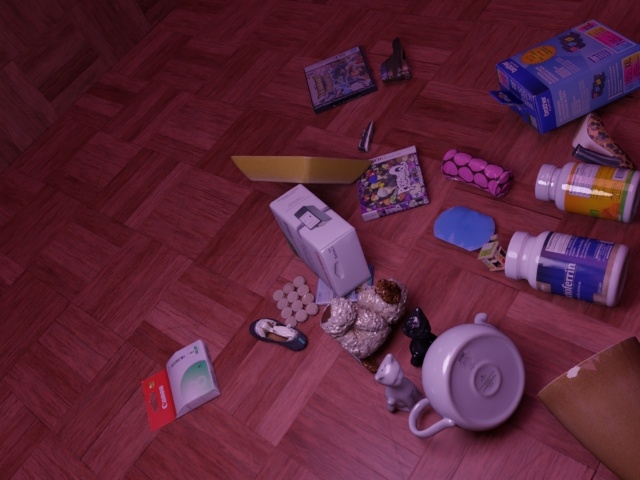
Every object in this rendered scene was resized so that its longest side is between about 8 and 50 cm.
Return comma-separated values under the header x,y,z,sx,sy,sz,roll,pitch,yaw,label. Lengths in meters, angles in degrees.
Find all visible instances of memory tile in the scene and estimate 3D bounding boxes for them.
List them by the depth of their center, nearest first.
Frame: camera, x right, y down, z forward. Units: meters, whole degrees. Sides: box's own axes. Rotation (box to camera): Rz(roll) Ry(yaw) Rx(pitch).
x,y,z,sx,sy,sz,roll,pitch,yaw,label
-0.073,0.180,1.797,0.113,0.012,0.148,-35,47,7,memory tile

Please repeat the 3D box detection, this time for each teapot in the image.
x,y,z,sx,sy,sz,roll,pitch,yaw,label
0.326,0.310,1.415,0.256,0.252,0.187,-5,-1,-22,teapot

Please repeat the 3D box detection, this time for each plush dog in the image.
x,y,z,sx,sy,sz,roll,pitch,yaw,label
0.139,0.194,1.591,0.210,0.262,0.225,44,88,7,plush dog

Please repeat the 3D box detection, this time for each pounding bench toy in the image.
x,y,z,sx,sy,sz,roll,pitch,yaw,label
0.473,0.033,1.643,0.052,0.065,0.083,-16,39,57,pounding bench toy

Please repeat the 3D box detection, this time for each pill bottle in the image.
x,y,z,sx,sy,sz,roll,pitch,yaw,label
0.602,0.060,1.510,0.265,0.153,0.153,13,60,32,pill bottle
0.708,-0.135,1.628,0.246,0.136,0.136,15,61,33,pill bottle

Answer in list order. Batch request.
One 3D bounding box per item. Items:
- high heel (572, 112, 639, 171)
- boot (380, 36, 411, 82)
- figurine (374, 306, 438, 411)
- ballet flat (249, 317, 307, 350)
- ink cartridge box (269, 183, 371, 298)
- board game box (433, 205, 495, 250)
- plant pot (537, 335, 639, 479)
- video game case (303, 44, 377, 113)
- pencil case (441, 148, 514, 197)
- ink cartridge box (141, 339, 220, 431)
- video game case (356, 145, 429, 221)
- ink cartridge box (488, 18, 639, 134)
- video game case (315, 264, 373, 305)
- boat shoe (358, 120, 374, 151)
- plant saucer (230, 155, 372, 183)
x,y,z,sx,sy,sz,roll,pitch,yaw,label
0.821,-0.267,1.748,0.186,0.093,0.261,26,46,7,high heel
0.265,-0.672,2.285,0.106,0.082,0.219,-14,51,10,boot
0.209,0.289,1.464,0.092,0.209,0.215,19,64,34,figurine
-0.129,0.254,1.734,0.203,0.074,0.074,14,61,32,ballet flat
0.000,0.000,1.769,0.121,0.211,0.289,-35,44,-13,ink cartridge box
0.410,-0.028,1.747,0.169,0.033,0.133,25,62,31,board game box
0.613,0.366,1.239,0.237,0.237,0.254,-29,63,0,plant pot
0.071,-0.623,2.362,0.248,0.035,0.275,-19,49,9,video game case
0.463,-0.196,1.819,0.095,0.098,0.209,-7,29,-45,pencil case
-0.410,0.410,1.748,0.225,0.056,0.181,-27,48,-1,ink cartridge box
0.221,-0.182,1.943,0.210,0.042,0.232,-16,49,14,video game case
0.722,-0.489,1.871,0.395,0.151,0.270,-26,37,5,ink cartridge box
0.070,0.130,1.782,0.166,0.015,0.119,-7,51,19,video game case
0.158,-0.358,2.110,0.038,0.046,0.125,4,64,21,boat shoe
-0.059,-0.223,1.950,0.333,0.333,0.081,7,97,40,plant saucer
